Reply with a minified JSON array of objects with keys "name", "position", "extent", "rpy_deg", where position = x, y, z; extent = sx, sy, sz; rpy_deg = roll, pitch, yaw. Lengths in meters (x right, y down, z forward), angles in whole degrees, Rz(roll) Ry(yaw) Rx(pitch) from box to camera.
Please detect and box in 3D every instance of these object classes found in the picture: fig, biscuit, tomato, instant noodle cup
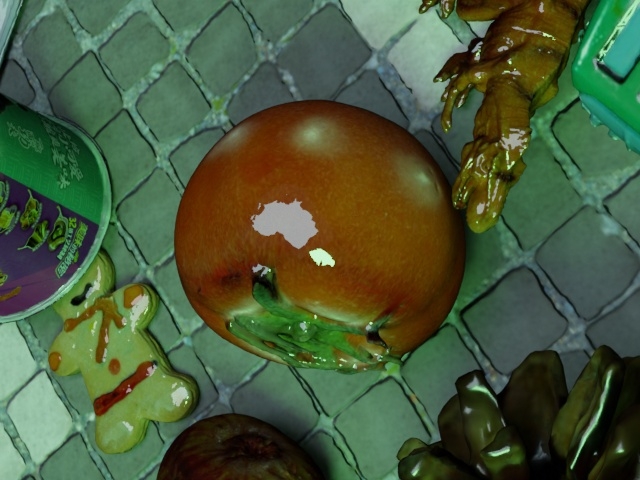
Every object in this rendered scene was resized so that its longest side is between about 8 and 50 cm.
[{"name":"fig","position":[-0.080,0.277,1.165],"extent":[0.175,0.175,0.207],"rpy_deg":[22,110,29]},{"name":"biscuit","position":[-0.227,0.106,1.327],"extent":[0.153,0.030,0.234],"rpy_deg":[-33,70,19]},{"name":"tomato","position":[0.000,0.000,1.089],"extent":[0.255,0.256,0.225],"rpy_deg":[-6,64,28]},{"name":"instant noodle cup","position":[-0.369,-0.057,1.296],"extent":[0.251,0.190,0.251],"rpy_deg":[-6,70,17]}]

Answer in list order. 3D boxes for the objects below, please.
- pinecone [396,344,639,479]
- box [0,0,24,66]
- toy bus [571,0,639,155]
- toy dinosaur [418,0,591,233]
[{"name":"pinecone","position":[0.193,0.252,0.858],"extent":[0.397,0.397,0.398],"rpy_deg":[-3,83,28]},{"name":"box","position":[-0.505,-0.216,1.471],"extent":[0.264,0.106,0.337],"rpy_deg":[22,96,28]},{"name":"toy bus","position":[0.360,-0.093,0.941],"extent":[0.343,0.183,0.199],"rpy_deg":[45,109,26]},{"name":"toy dinosaur","position":[0.179,-0.204,1.087],"extent":[0.208,0.097,0.432],"rpy_deg":[9,68,53]}]
